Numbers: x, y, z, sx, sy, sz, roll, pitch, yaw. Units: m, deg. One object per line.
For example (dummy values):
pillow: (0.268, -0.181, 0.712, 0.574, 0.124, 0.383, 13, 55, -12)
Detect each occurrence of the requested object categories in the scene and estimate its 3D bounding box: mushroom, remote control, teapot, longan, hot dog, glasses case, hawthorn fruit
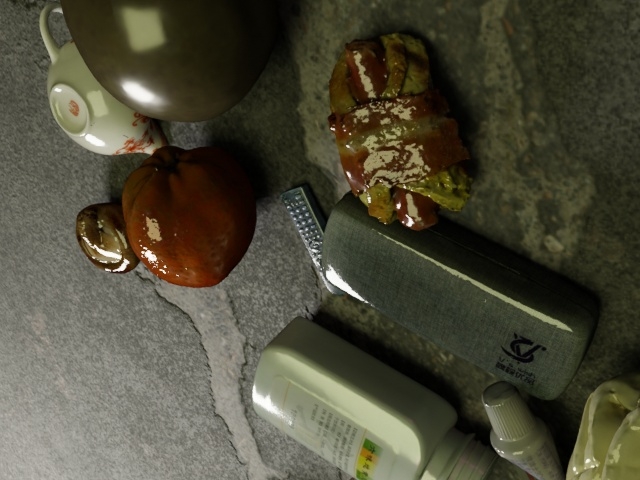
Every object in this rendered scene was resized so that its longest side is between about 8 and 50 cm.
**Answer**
mushroom: (-0.322, -0.002, 1.272, 0.127, 0.087, 0.127, 21, 127, 30)
remote control: (-0.001, 0.001, 1.065, 0.043, 0.027, 0.152, -14, 108, 50)
teapot: (-0.304, -0.204, 1.118, 0.159, 0.116, 0.245, -8, 108, 53)
longan: (-0.166, -0.246, 0.888, 0.248, 0.248, 0.248, 20, 130, 27)
hot dog: (0.074, -0.109, 0.872, 0.146, 0.103, 0.213, -14, 109, 42)
glasses case: (0.148, 0.055, 0.948, 0.323, 0.074, 0.131, 28, 134, 20)
hawthorn fruit: (-0.168, -0.029, 1.070, 0.189, 0.189, 0.189, 20, 130, 27)

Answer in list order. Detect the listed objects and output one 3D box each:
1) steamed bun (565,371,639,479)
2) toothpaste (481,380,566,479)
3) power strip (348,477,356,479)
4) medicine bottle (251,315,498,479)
steamed bun: (0.366, 0.265, 0.827, 0.289, 0.203, 0.276, -10, 112, 43)
toothpaste: (0.262, 0.280, 0.992, 0.068, 0.099, 0.282, -24, 116, 15)
power strip: (0.092, 0.392, 1.175, 0.154, 0.154, 0.078, 42, 134, 7)
medicine bottle: (0.069, 0.244, 1.110, 0.324, 0.124, 0.179, 29, 135, 22)
